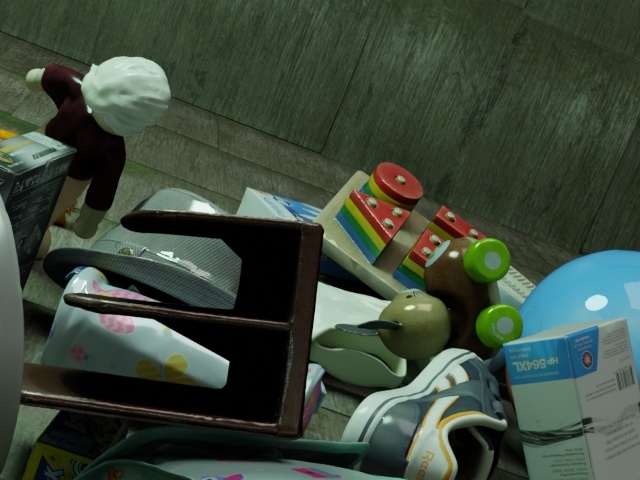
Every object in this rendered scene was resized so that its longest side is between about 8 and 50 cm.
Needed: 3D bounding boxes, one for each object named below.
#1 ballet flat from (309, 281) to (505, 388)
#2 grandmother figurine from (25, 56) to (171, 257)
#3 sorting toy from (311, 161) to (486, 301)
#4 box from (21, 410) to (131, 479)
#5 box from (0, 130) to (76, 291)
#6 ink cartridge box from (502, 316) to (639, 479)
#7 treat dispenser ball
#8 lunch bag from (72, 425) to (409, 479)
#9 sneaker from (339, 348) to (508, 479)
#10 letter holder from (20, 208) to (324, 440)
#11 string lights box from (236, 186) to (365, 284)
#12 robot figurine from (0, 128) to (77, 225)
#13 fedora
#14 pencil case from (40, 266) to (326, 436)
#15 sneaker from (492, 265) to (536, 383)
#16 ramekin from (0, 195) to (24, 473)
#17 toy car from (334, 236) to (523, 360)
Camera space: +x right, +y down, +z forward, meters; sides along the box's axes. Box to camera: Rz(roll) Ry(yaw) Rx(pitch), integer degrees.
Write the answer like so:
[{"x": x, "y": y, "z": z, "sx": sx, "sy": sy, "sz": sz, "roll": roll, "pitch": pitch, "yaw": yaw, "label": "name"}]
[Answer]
[{"x": 0.103, "y": 0.141, "z": 1.813, "sx": 0.400, "sy": 0.139, "sz": 0.139, "roll": 11, "pitch": 15, "yaw": -29, "label": "ballet flat"}, {"x": -0.282, "y": -0.110, "z": 1.656, "sx": 0.104, "sy": 0.342, "sz": 0.208, "roll": -26, "pitch": 85, "yaw": -44, "label": "grandmother figurine"}, {"x": 0.135, "y": -0.011, "z": 2.304, "sx": 0.255, "sy": 0.089, "sz": 0.257, "roll": 36, "pitch": 30, "yaw": 2, "label": "sorting toy"}, {"x": -0.197, "y": 0.171, "z": 1.184, "sx": 0.054, "sy": 0.059, "sz": 0.169, "roll": 21, "pitch": 11, "yaw": 0, "label": "box"}, {"x": -0.334, "y": -0.011, "z": 1.481, "sx": 0.056, "sy": 0.183, "sz": 0.231, "roll": 24, "pitch": 11, "yaw": 1, "label": "box"}, {"x": 0.285, "y": 0.196, "z": 1.572, "sx": 0.086, "sy": 0.203, "sz": 0.148, "roll": -11, "pitch": -1, "yaw": 37, "label": "ink cartridge box"}, {"x": 0.370, "y": 0.156, "z": 1.776, "sx": 0.288, "sy": 0.288, "sz": 0.288, "roll": 21, "pitch": 11, "yaw": -4, "label": "treat dispenser ball"}, {"x": -0.038, "y": 0.220, "z": 1.023, "sx": 0.223, "sy": 0.160, "sz": 0.262, "roll": 9, "pitch": 2, "yaw": -34, "label": "lunch bag"}, {"x": 0.136, "y": 0.205, "z": 1.517, "sx": 0.127, "sy": 0.126, "sz": 0.321, "roll": 23, "pitch": 18, "yaw": 21, "label": "sneaker"}, {"x": -0.135, "y": 0.053, "z": 1.118, "sx": 0.214, "sy": 0.152, "sz": 0.302, "roll": 7, "pitch": -2, "yaw": -10, "label": "letter holder"}, {"x": 0.000, "y": 0.000, "z": 2.358, "sx": 0.259, "sy": 0.077, "sz": 0.133, "roll": 15, "pitch": 15, "yaw": -31, "label": "string lights box"}, {"x": -0.473, "y": -0.113, "z": 1.968, "sx": 0.291, "sy": 0.085, "sz": 0.211, "roll": 19, "pitch": 11, "yaw": -19, "label": "robot figurine"}, {"x": -0.149, "y": 0.026, "z": 1.542, "sx": 0.275, "sy": 0.124, "sz": 0.243, "roll": 6, "pitch": -25, "yaw": 46, "label": "fedora"}, {"x": -0.133, "y": 0.124, "z": 1.400, "sx": 0.273, "sy": 0.113, "sz": 0.124, "roll": 23, "pitch": 15, "yaw": 6, "label": "pencil case"}, {"x": 0.300, "y": 0.168, "z": 2.028, "sx": 0.350, "sy": 0.148, "sz": 0.131, "roll": 40, "pitch": 23, "yaw": -10, "label": "sneaker"}, {"x": -0.316, "y": 0.060, "z": 0.996, "sx": 0.127, "sy": 0.273, "sz": 0.273, "roll": -3, "pitch": 24, "yaw": -36, "label": "ramekin"}, {"x": 0.115, "y": 0.080, "z": 1.692, "sx": 0.188, "sy": 0.149, "sz": 0.155, "roll": -9, "pitch": -5, "yaw": -18, "label": "toy car"}]
